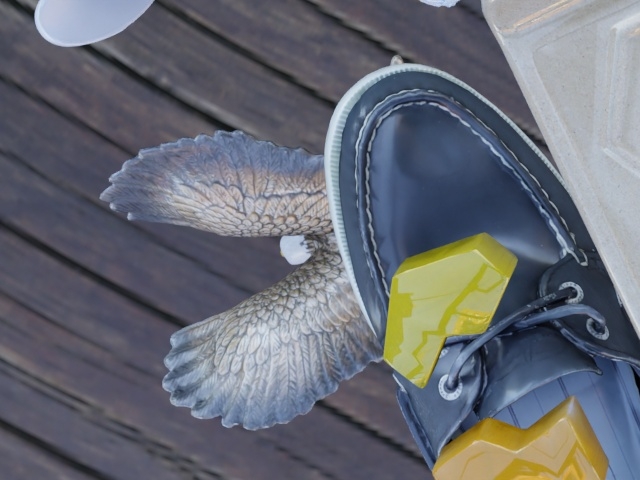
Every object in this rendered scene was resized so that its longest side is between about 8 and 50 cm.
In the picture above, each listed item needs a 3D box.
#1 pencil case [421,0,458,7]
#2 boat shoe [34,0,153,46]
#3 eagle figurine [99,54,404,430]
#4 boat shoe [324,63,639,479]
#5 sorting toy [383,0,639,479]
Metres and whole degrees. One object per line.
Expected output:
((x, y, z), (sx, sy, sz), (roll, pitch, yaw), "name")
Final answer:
((0.062, -0.317, 1.556), (0.113, 0.273, 0.124), (-7, 110, -27), "pencil case")
((-0.201, -0.269, 1.544), (0.080, 0.228, 0.076), (51, 157, -15), "boat shoe")
((-0.004, 0.005, 1.290), (0.226, 0.298, 0.225), (52, 145, 24), "eagle figurine")
((0.103, 0.073, 0.725), (0.127, 0.113, 0.340), (-20, 97, -2), "boat shoe")
((0.153, -0.013, 0.527), (0.307, 0.041, 0.229), (-23, 103, 25), "sorting toy")
